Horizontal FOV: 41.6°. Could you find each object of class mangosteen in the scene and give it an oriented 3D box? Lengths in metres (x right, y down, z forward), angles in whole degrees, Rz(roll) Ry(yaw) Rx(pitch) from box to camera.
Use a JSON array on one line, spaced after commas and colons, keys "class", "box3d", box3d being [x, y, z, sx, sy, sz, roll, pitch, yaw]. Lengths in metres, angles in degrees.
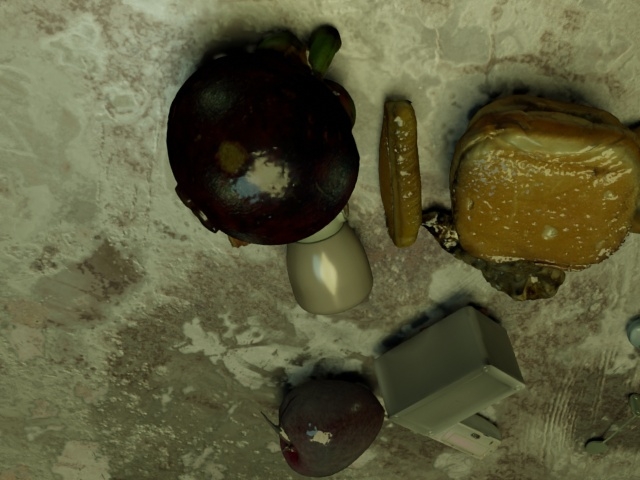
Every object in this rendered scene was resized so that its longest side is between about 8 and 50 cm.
[{"class": "mangosteen", "box3d": [-0.063, -0.162, 1.275, 0.359, 0.306, 0.306, -43, 121, 0]}]

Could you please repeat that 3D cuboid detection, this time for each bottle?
[{"class": "bottle", "box3d": [0.000, 0.000, 1.490, 0.148, 0.147, 0.236, -13, 118, 5]}]

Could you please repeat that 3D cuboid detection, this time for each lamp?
[{"class": "lamp", "box3d": [0.676, 0.426, 1.931, 0.050, 0.056, 0.198, 16, 134, -17]}]

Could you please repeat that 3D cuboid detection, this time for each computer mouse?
[{"class": "computer mouse", "box3d": [0.314, 0.428, 1.885, 0.199, 0.044, 0.102, 27, 119, -22]}]

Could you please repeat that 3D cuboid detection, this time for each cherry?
[{"class": "cherry", "box3d": [0.008, 0.387, 1.743, 0.266, 0.183, 0.213, -9, 142, -14]}]

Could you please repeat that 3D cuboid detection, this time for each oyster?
[{"class": "oyster", "box3d": [0.325, 0.034, 1.587, 0.345, 0.078, 0.129, 27, 128, -25]}]

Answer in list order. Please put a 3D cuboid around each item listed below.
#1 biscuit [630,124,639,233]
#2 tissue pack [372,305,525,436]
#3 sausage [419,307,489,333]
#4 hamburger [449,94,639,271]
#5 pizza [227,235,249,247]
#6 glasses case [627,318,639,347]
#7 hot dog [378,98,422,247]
[{"class": "biscuit", "box3d": [0.595, -0.104, 1.491, 0.274, 0.091, 0.213, 14, 126, -12]}, {"class": "tissue pack", "box3d": [0.254, 0.266, 1.674, 0.246, 0.136, 0.159, -35, 136, 24]}, {"class": "sausage", "box3d": [0.272, 0.172, 1.702, 0.147, 0.035, 0.030, -20, 108, 11]}, {"class": "hamburger", "box3d": [0.367, -0.091, 1.394, 0.305, 0.174, 0.284, 14, 123, 13]}, {"class": "pizza", "box3d": [-0.136, -0.023, 1.530, 0.100, 0.029, 0.099, 32, 126, -22]}, {"class": "glasses case", "box3d": [0.724, 0.179, 1.737, 0.179, 0.045, 0.067, -12, 126, 5]}, {"class": "hot dog", "box3d": [0.142, -0.113, 1.456, 0.068, 0.083, 0.288, -17, 129, -16]}]
